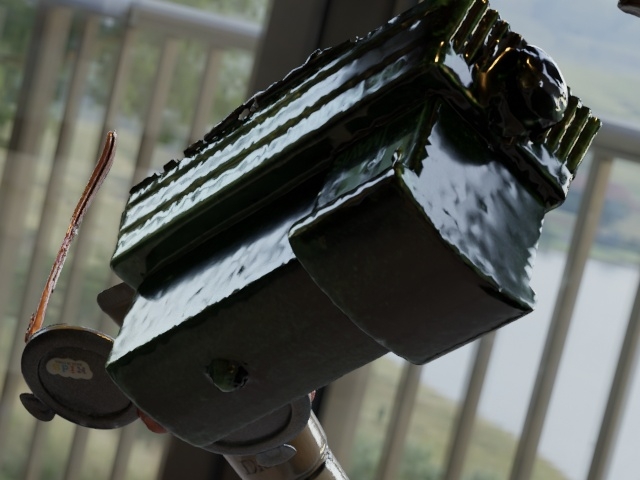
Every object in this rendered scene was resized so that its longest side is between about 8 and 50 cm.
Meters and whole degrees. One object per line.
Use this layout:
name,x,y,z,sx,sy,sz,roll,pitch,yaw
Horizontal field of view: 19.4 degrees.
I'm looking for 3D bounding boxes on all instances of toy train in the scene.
toy train,0.000,0.000,1.062,0.138,0.330,0.178,43,39,-22

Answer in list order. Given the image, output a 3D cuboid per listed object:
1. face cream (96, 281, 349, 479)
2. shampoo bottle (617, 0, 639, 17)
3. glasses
face cream,-0.077,0.147,1.808,0.143,0.314,0.089,-23,22,24
shampoo bottle,0.280,-0.292,1.484,0.068,0.236,0.067,18,-6,-15
glasses,-0.112,0.050,1.547,0.234,0.118,0.268,11,42,-3
